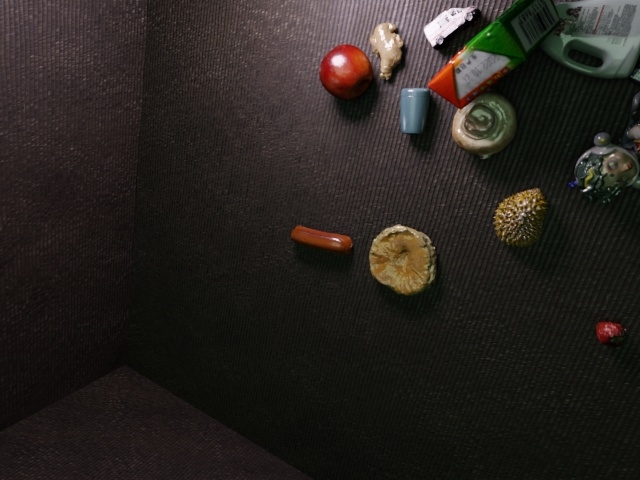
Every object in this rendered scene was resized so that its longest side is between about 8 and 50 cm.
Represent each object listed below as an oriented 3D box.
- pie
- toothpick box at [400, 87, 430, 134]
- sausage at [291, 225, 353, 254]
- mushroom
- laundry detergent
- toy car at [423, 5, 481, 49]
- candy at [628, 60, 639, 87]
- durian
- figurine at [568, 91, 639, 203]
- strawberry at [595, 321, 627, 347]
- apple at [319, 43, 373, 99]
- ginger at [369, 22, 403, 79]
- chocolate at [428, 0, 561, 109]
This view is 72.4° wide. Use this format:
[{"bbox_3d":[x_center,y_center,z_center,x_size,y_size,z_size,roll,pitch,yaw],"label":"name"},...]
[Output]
[{"bbox_3d":[0.373,0.095,1.996,0.339,0.083,0.340,8,108,27],"label":"pie"},{"bbox_3d":[0.389,-0.535,1.820,0.120,0.120,0.184,10,110,25],"label":"toothpick box"},{"bbox_3d":[0.000,0.000,2.164,0.330,0.102,0.102,13,108,24],"label":"sausage"},{"bbox_3d":[0.629,-0.442,1.682,0.254,0.184,0.255,0,91,18],"label":"mushroom"},{"bbox_3d":[0.887,-0.714,1.512,0.397,0.124,0.264,19,107,24],"label":"laundry detergent"},{"bbox_3d":[0.510,-0.843,1.701,0.209,0.089,0.108,-31,81,33],"label":"toy car"},{"bbox_3d":[1.152,-0.648,1.424,0.088,0.061,0.312,38,116,13],"label":"candy"},{"bbox_3d":[0.780,-0.080,1.718,0.183,0.138,0.250,13,113,16],"label":"durian"},{"bbox_3d":[1.048,-0.292,1.498,0.261,0.186,0.382,45,112,0],"label":"figurine"},{"bbox_3d":[1.107,0.354,1.671,0.106,0.106,0.106,7,105,26],"label":"strawberry"},{"bbox_3d":[0.108,-0.717,1.869,0.201,0.218,0.218,48,118,12],"label":"apple"},{"bbox_3d":[0.286,-0.796,1.839,0.137,0.074,0.213,-15,91,39],"label":"ginger"},{"bbox_3d":[0.602,-0.654,1.504,0.161,0.360,0.341,48,152,-4],"label":"chocolate"}]
